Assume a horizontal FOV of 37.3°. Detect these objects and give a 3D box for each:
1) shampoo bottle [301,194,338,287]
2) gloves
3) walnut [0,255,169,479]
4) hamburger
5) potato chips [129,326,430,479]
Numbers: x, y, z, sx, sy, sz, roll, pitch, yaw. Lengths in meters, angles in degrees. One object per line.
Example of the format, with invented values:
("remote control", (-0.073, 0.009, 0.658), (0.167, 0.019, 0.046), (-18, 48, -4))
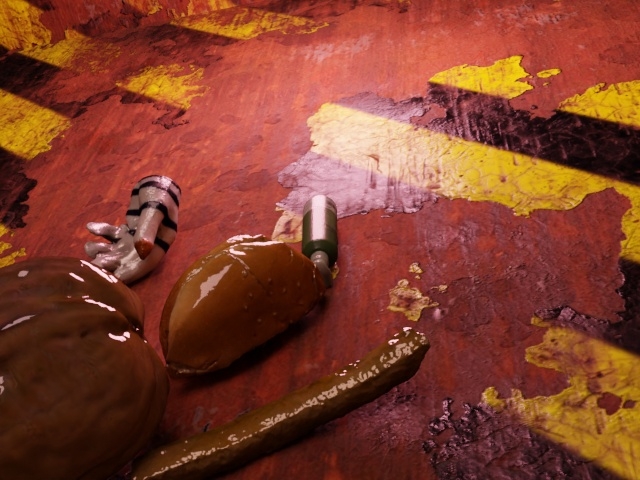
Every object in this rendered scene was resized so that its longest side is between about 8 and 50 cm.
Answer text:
("shampoo bottle", (0.000, 0.000, 1.563), (0.065, 0.065, 0.204), (-11, 30, 6))
("gloves", (-0.323, -0.007, 1.676), (0.140, 0.131, 0.218), (4, 66, 25))
("walnut", (-0.376, 0.185, 1.207), (0.344, 0.306, 0.306), (-22, 31, -4))
("hamburger", (-0.125, 0.084, 1.390), (0.283, 0.156, 0.144), (-33, 36, -31))
("potato chips", (-0.046, 0.223, 1.208), (0.407, 0.080, 0.057), (-24, 44, -6))
